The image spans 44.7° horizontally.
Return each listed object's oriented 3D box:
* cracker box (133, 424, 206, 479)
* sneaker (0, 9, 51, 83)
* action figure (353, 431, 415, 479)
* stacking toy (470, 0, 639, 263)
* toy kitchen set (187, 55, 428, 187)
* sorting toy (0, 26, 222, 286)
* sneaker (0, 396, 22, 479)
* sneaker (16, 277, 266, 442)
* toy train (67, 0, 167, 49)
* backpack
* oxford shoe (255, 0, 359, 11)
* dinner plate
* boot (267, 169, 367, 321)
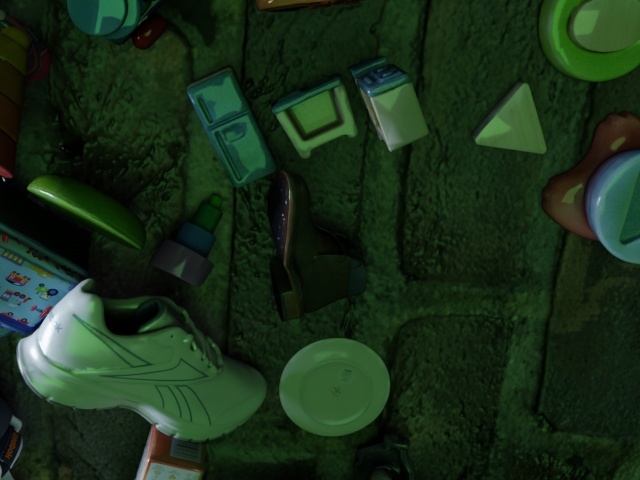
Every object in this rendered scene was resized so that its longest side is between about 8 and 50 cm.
[{"bbox_3d":[-0.196,0.316,0.932,0.067,0.156,0.232,17,108,-11],"label":"cracker box"},{"bbox_3d":[-0.388,-0.100,0.794,0.112,0.121,0.299,27,111,-34],"label":"sneaker"},{"bbox_3d":[0.038,0.434,0.988,0.330,0.178,0.341,-7,108,8],"label":"action figure"},{"bbox_3d":[0.344,-0.138,0.831,0.279,0.130,0.309,26,105,-13],"label":"stacking toy"},{"bbox_3d":[-0.020,-0.134,0.783,0.207,0.166,0.122,-24,110,4],"label":"toy kitchen set"},{"bbox_3d":[-0.227,-0.082,0.781,0.365,0.127,0.126,37,74,-40],"label":"sorting toy"},{"bbox_3d":[-0.420,0.206,0.893,0.127,0.126,0.321,-4,120,1],"label":"sneaker"},{"bbox_3d":[-0.168,0.133,0.853,0.297,0.111,0.129,23,114,-40],"label":"sneaker"},{"bbox_3d":[-0.136,-0.287,0.731,0.248,0.143,0.105,-42,108,10],"label":"toy train"},{"bbox_3d":[-0.353,0.037,0.829,0.173,0.117,0.158,-36,132,15],"label":"backpack"},{"bbox_3d":[0.108,-0.313,0.755,0.363,0.130,0.133,-9,104,-2],"label":"oxford shoe"},{"bbox_3d":[0.019,0.189,0.980,0.141,0.017,0.141,-2,108,-5],"label":"dinner plate"},{"bbox_3d":[0.000,0.000,0.859,0.106,0.082,0.219,-11,141,-12],"label":"boot"}]
